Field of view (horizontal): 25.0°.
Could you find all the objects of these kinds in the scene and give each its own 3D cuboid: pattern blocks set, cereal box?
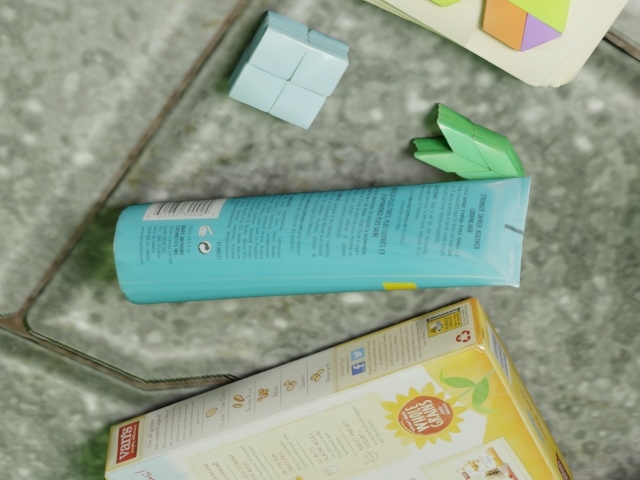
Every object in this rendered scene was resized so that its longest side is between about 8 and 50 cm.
[{"bbox_3d":[0.100,-0.156,0.640,0.285,0.026,0.325,14,128,-12],"label":"pattern blocks set"},{"bbox_3d":[0.016,0.141,0.869,0.240,0.047,0.173,-19,128,15],"label":"cereal box"}]

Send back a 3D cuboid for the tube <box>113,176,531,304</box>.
[{"bbox_3d":[0.000,0.000,0.727,0.207,0.080,0.052,-4,136,16],"label":"tube"}]
